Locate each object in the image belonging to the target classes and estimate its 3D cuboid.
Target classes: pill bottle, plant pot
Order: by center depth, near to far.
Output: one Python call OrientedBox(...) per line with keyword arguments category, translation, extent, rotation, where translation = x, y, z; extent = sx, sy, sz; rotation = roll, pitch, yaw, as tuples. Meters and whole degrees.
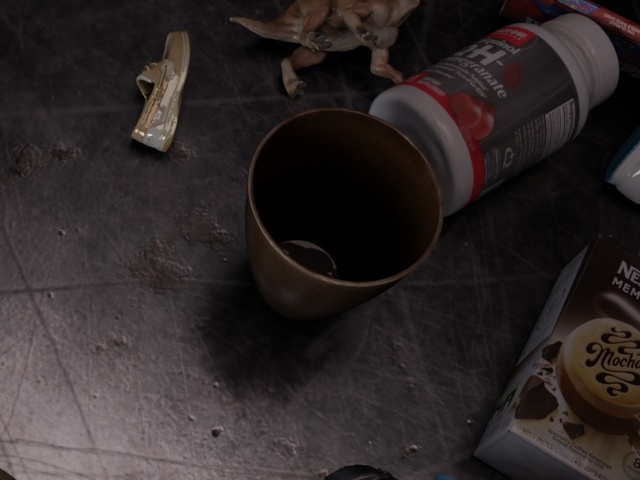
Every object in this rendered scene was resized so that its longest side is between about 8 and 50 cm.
OrientedBox(category="plant pot", translation=(0.000, 0.000, 1.421), extent=(0.215, 0.230, 0.215), rotation=(7, 62, -13))
OrientedBox(category="pill bottle", translation=(0.231, -0.173, 1.605), extent=(0.318, 0.176, 0.176), rotation=(-31, 76, -27))

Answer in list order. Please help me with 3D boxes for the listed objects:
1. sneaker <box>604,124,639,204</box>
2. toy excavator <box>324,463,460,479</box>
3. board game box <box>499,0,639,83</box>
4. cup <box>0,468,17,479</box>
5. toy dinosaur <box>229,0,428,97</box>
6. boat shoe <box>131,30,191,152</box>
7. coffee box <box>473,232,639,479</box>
OrientedBox(category="sneaker", translation=(0.483, -0.143, 1.652), extent=(0.092, 0.229, 0.087), rotation=(36, 28, -4))
OrientedBox(category="toy excavator", translation=(0.217, 0.359, 1.281), extent=(0.445, 0.222, 0.433), rotation=(26, 83, -17))
OrientedBox(category="board game box", translation=(0.392, -0.280, 1.724), extent=(0.281, 0.145, 0.027), rotation=(26, 85, -2))
OrientedBox(category="cup", translation=(-0.371, 0.330, 1.133), extent=(0.331, 0.331, 0.237), rotation=(26, 34, -2))
OrientedBox(category="toy dinosaur", translation=(0.032, -0.300, 1.650), extent=(0.295, 0.127, 0.200), rotation=(-3, 53, 1))
OrientedBox(category="boat shoe", translation=(-0.201, -0.194, 1.557), extent=(0.059, 0.063, 0.170), rotation=(14, 62, -16))
OrientedBox(category="coffee box", translation=(0.330, 0.164, 1.498), extent=(0.168, 0.119, 0.297), rotation=(31, 60, 0))
